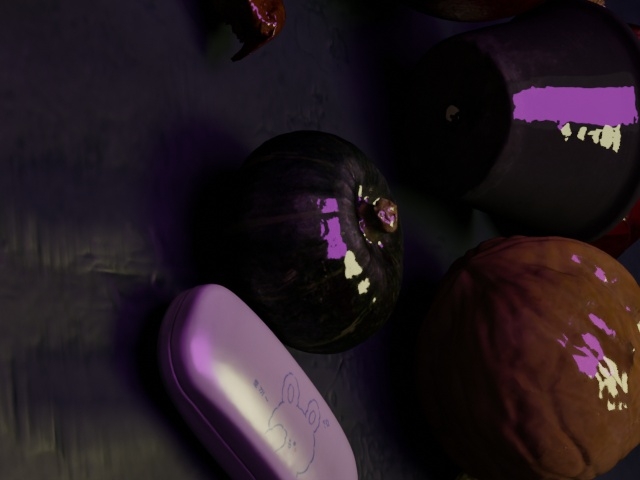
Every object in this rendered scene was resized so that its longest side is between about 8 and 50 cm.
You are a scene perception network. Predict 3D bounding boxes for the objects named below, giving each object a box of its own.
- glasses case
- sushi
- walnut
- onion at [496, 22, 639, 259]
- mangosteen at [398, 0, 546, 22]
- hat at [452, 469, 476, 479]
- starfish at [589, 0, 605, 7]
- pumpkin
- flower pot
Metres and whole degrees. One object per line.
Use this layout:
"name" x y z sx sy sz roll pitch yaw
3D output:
"glasses case" -0.041 0.127 1.192 0.233 0.059 0.092 57 35 -34
"sushi" -0.063 -0.197 1.281 0.052 0.055 0.120 -15 82 -49
"walnut" 0.183 0.103 1.445 0.228 0.228 0.228 28 56 -53
"onion" 0.273 -0.093 1.665 0.216 0.207 0.206 45 40 -35
"mangosteen" 0.146 -0.332 1.446 0.297 0.293 0.297 -20 125 -31
"hat" 0.172 0.268 1.491 0.146 0.067 0.146 29 55 -53
"starfish" 0.292 -0.346 1.902 0.301 0.084 0.294 -17 95 -56
"pumpkin" -0.003 0.001 1.237 0.167 0.125 0.167 -27 121 -55
"flower pot" 0.168 -0.108 1.510 0.148 0.235 0.235 1 78 -39
